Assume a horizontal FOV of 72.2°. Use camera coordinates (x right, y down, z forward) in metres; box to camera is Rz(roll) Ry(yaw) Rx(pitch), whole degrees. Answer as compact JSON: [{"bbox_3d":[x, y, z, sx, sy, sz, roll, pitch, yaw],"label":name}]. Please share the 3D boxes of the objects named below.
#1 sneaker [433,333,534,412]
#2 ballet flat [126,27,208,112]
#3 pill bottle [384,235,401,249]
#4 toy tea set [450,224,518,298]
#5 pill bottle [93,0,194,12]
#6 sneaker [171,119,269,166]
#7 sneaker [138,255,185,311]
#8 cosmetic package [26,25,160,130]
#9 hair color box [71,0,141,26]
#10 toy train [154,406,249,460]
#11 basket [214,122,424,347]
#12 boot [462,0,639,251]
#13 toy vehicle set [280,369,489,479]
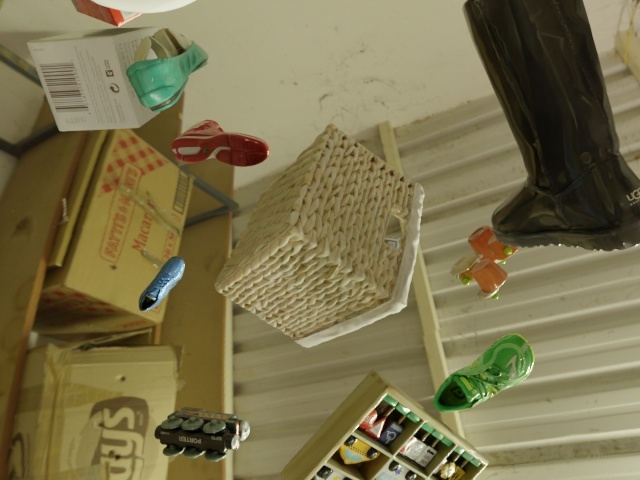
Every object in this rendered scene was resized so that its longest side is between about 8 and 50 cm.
[{"bbox_3d":[0.395,0.342,1.070,0.109,0.124,0.295,52,-60,22],"label":"sneaker"},{"bbox_3d":[-0.240,-0.290,0.702,0.083,0.087,0.247,-16,-145,12],"label":"ballet flat"},{"bbox_3d":[0.149,0.022,1.196,0.137,0.078,0.078,9,-107,13],"label":"pill bottle"},{"bbox_3d":[0.481,0.056,1.205,0.336,0.124,0.200,-46,-174,-38],"label":"toy tea set"},{"bbox_3d":[-0.162,-0.351,0.382,0.176,0.176,0.318,-28,-131,17],"label":"pill bottle"},{"bbox_3d":[-0.220,-0.241,1.016,0.222,0.087,0.128,6,-136,3],"label":"sneaker"},{"bbox_3d":[-0.506,0.143,1.399,0.209,0.069,0.082,-50,-165,8],"label":"sneaker"},{"bbox_3d":[-0.387,-0.301,0.807,0.152,0.151,0.183,-1,-148,6],"label":"cosmetic package"},{"bbox_3d":[-0.462,-0.526,0.958,0.167,0.053,0.093,30,-118,26],"label":"hair color box"},{"bbox_3d":[-0.421,0.682,1.573,0.334,0.190,0.142,-4,-89,20],"label":"toy train"},{"bbox_3d":[0.000,0.000,0.927,0.331,0.267,0.328,-37,-154,46],"label":"basket"},{"bbox_3d":[0.354,-0.211,0.776,0.146,0.367,0.445,-31,-83,-10],"label":"boot"},{"bbox_3d":[0.096,0.294,0.570,0.166,0.267,0.035,-48,-149,-1],"label":"toy vehicle set"}]
